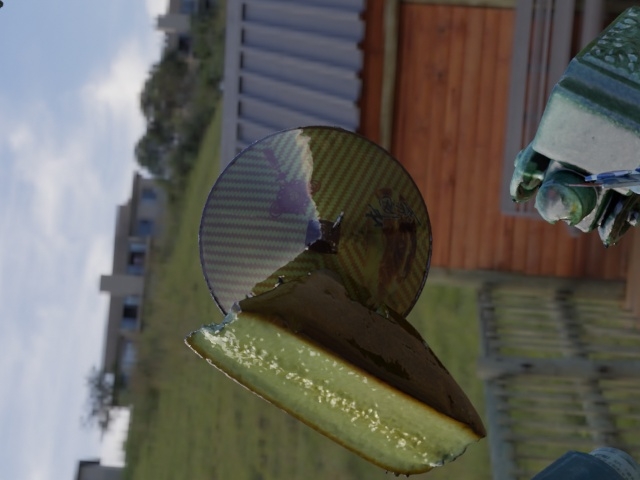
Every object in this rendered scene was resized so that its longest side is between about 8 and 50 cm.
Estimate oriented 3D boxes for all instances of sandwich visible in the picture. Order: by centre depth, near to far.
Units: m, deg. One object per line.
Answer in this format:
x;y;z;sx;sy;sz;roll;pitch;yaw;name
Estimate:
0.011;0.092;0.876;0.090;0.244;0.088;-43;31;26;sandwich

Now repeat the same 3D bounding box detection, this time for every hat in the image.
0.000;0.000;0.911;0.082;0.193;0.193;157;117;-84;hat

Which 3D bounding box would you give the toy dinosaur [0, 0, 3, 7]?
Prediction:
-0.322;-0.290;1.057;0.147;0.076;0.363;-59;-9;-79;toy dinosaur

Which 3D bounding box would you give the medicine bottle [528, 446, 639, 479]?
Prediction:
0.168;0.226;0.888;0.258;0.079;0.124;-20;-41;-43;medicine bottle

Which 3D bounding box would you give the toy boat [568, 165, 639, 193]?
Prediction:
0.263;-0.045;0.938;0.105;0.149;0.034;-164;65;-78;toy boat

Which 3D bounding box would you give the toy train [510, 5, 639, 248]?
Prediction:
0.347;-0.137;1.369;0.299;0.167;0.238;-42;-27;-46;toy train
